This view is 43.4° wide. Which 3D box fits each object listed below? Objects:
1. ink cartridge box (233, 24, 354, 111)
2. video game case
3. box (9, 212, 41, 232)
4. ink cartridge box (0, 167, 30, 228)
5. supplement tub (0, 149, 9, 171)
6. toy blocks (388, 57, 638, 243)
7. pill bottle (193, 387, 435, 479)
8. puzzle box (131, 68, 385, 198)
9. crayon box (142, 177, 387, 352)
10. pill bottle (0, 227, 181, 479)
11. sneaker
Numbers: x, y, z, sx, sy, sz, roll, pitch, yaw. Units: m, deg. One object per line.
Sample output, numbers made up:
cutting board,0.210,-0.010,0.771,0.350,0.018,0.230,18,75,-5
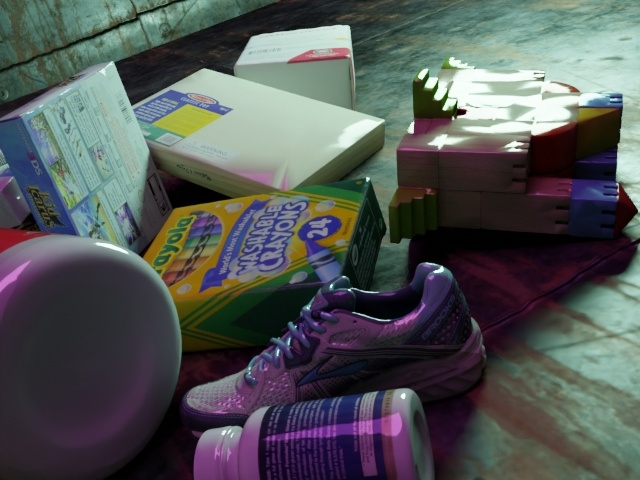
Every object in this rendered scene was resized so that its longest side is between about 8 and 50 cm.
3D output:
ink cartridge box,-0.043,-0.342,1.646,0.226,0.131,0.306,-5,23,5
video game case,-0.334,-0.095,1.179,0.061,0.270,0.244,-9,25,21
box,-0.596,0.022,1.303,0.322,0.079,0.257,-34,30,-18
ink cartridge box,-0.524,-0.047,1.215,0.180,0.060,0.104,-17,29,13
supplement tub,-0.752,-0.141,1.758,0.198,0.106,0.106,-31,27,-27
toy blocks,0.253,-0.120,0.997,0.260,0.191,0.381,4,31,17
pill bottle,-0.005,0.168,0.610,0.169,0.094,0.094,-10,25,15
puzzle box,-0.133,-0.178,1.347,0.409,0.052,0.272,21,42,30
crayon box,-0.100,0.033,0.948,0.323,0.083,0.203,-9,34,21
pill bottle,-0.354,0.099,0.830,0.407,0.229,0.229,4,32,40
sneaker,0.002,0.095,0.728,0.283,0.122,0.110,-18,24,-2
